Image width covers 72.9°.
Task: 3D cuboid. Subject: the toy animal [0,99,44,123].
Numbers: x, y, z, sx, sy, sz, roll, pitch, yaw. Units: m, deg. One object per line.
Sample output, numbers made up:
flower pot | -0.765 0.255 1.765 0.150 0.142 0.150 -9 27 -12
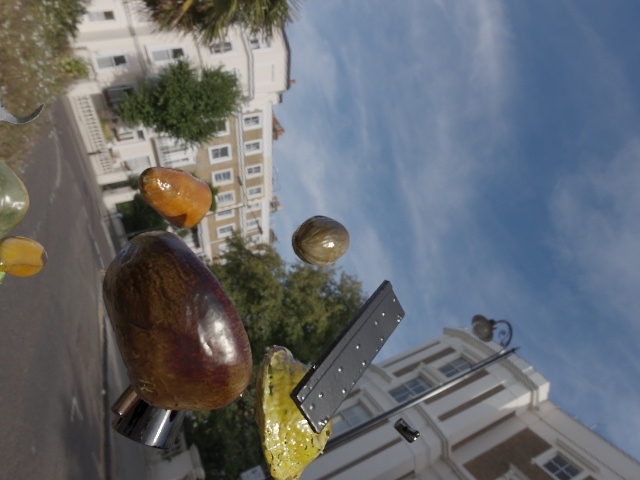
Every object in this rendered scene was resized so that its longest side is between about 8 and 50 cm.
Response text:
toy animal | -0.348 -0.137 0.466 0.050 0.084 0.028 -123 -154 -66

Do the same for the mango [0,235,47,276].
mango | -0.745 0.040 1.060 0.184 0.085 0.102 133 -61 -88

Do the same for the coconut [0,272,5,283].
coconut | -0.875 0.085 1.136 0.088 0.088 0.096 49 -16 47

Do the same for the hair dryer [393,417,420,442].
hair dryer | 0.178 0.377 0.853 0.047 0.026 0.083 44 -20 5

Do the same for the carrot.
carrot | -0.413 -0.130 1.170 0.159 0.159 0.225 66 9 16

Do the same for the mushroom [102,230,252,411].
mushroom | -0.182 0.099 0.513 0.231 0.138 0.194 44 -23 25

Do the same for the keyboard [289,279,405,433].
keyboard | 0.062 0.197 0.791 0.018 0.310 0.101 -6 -61 47

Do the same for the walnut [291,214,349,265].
walnut | 0.000 0.001 1.156 0.140 0.162 0.140 -20 -116 47

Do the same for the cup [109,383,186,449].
cup | -0.417 0.417 1.105 0.177 0.166 0.239 -65 -174 -18

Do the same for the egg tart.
egg tart | -0.059 0.440 1.125 0.345 0.132 0.345 -13 90 -76

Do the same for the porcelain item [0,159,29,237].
porcelain item | -0.351 -0.024 0.341 0.069 0.081 0.216 52 13 -1
